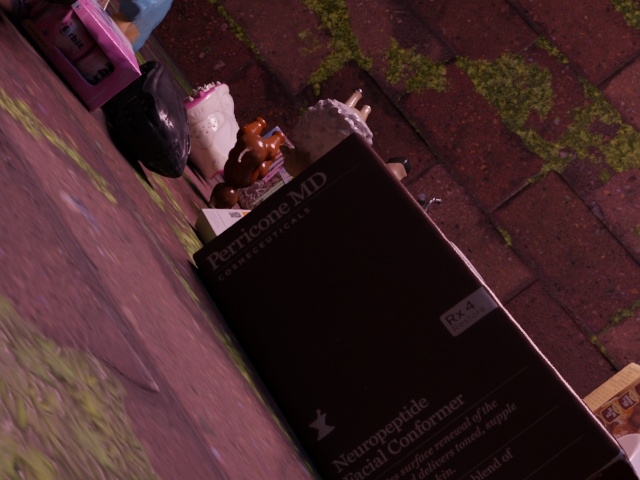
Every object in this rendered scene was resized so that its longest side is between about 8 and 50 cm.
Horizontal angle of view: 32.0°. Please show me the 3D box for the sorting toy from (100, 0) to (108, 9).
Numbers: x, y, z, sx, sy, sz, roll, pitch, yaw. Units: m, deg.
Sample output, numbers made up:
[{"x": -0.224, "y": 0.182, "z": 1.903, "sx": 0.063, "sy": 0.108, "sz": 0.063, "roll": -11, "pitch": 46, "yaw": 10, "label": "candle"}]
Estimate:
[{"x": -0.374, "y": -0.418, "z": 1.834, "sx": 0.083, "sy": 0.075, "sz": 0.045, "roll": 52, "pitch": 2, "yaw": -25, "label": "sorting toy"}]

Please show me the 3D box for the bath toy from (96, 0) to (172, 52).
[{"x": -0.344, "y": -0.400, "z": 1.473, "sx": 0.348, "sy": 0.151, "sz": 0.129, "roll": 50, "pitch": -37, "yaw": 10, "label": "bath toy"}]

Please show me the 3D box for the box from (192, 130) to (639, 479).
[{"x": 0.071, "y": 0.107, "z": 0.910, "sx": 0.381, "sy": 0.191, "sz": 0.143, "roll": 53, "pitch": 2, "yaw": 39, "label": "box"}]

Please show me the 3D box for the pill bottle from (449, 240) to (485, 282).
[{"x": 0.172, "y": 0.130, "z": 2.029, "sx": 0.146, "sy": 0.264, "sz": 0.146, "roll": 53, "pitch": 2, "yaw": -3, "label": "pill bottle"}]

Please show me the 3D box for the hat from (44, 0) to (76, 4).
[{"x": -0.260, "y": -0.290, "z": 0.958, "sx": 0.331, "sy": 0.134, "sz": 0.331, "roll": 29, "pitch": 5, "yaw": -3, "label": "hat"}]

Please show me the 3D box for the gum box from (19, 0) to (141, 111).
[{"x": -0.242, "y": -0.206, "z": 1.116, "sx": 0.107, "sy": 0.062, "sz": 0.188, "roll": 51, "pitch": 2, "yaw": -25, "label": "gum box"}]

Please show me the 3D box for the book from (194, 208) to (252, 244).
[{"x": -0.049, "y": 0.007, "z": 1.176, "sx": 0.144, "sy": 0.035, "sz": 0.096, "roll": 4, "pitch": 35, "yaw": -35, "label": "book"}]

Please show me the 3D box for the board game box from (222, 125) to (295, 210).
[{"x": -0.034, "y": -0.038, "z": 2.039, "sx": 0.232, "sy": 0.141, "sz": 0.291, "roll": 52, "pitch": 2, "yaw": -30, "label": "board game box"}]

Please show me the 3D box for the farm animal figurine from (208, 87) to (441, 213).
[{"x": 0.000, "y": 0.000, "z": 1.434, "sx": 0.327, "sy": 0.172, "sz": 0.330, "roll": -17, "pitch": -62, "yaw": 47, "label": "farm animal figurine"}]

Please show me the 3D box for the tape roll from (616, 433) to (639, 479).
[{"x": 0.296, "y": 0.345, "z": 1.182, "sx": 0.169, "sy": 0.246, "sz": 0.246, "roll": 53, "pitch": 2, "yaw": 8, "label": "tape roll"}]

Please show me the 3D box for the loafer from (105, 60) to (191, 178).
[{"x": -0.177, "y": -0.128, "z": 1.169, "sx": 0.078, "sy": 0.076, "sz": 0.223, "roll": 58, "pitch": 4, "yaw": -28, "label": "loafer"}]

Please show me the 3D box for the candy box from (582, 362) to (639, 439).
[{"x": 0.333, "y": 0.323, "z": 1.405, "sx": 0.183, "sy": 0.316, "sz": 0.087, "roll": 52, "pitch": 0, "yaw": 0, "label": "candy box"}]

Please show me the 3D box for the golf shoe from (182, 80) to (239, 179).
[{"x": -0.178, "y": -0.168, "z": 1.729, "sx": 0.140, "sy": 0.115, "sz": 0.306, "roll": 63, "pitch": 6, "yaw": -9, "label": "golf shoe"}]
